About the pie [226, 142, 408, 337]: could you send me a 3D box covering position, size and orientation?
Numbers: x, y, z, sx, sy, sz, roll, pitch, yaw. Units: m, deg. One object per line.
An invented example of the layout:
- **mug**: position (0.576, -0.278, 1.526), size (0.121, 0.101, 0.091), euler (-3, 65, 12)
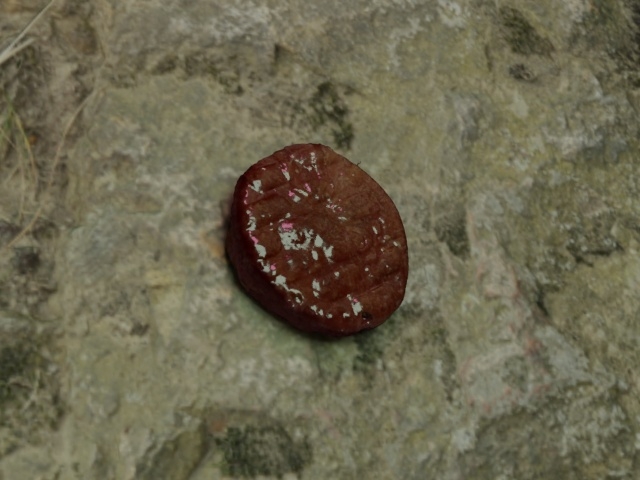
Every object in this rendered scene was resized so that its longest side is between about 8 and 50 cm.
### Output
- **pie**: position (0.000, 0.000, 1.546), size (0.182, 0.049, 0.182), euler (14, 60, -26)
